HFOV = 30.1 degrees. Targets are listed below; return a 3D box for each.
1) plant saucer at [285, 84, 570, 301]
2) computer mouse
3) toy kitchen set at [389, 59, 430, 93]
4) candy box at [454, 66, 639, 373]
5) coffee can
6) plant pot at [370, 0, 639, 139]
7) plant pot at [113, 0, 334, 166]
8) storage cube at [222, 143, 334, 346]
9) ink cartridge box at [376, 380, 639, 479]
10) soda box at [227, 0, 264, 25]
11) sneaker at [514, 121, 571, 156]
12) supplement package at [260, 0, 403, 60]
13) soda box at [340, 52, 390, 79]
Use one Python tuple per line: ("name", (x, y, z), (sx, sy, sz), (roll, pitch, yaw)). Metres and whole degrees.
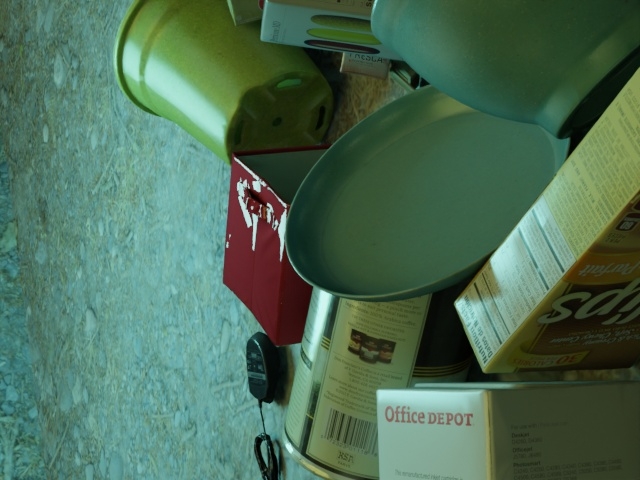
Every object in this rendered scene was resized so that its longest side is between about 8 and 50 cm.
("plant saucer", (0.111, -0.051, 1.220), (0.318, 0.043, 0.317), (-23, 36, 18))
("computer mouse", (-0.078, 0.259, 1.830), (0.071, 0.041, 0.242), (4, 99, 60))
("toy kitchen set", (0.135, -0.213, 1.468), (0.068, 0.075, 0.083), (44, 176, 7))
("candy box", (0.275, -0.005, 1.041), (0.316, 0.183, 0.087), (-59, 40, 42))
("coffee can", (0.076, 0.122, 1.376), (0.201, 0.202, 0.275), (41, 124, 54))
("plant pot", (0.220, -0.219, 1.091), (0.196, 0.293, 0.293), (50, 137, 14))
("plant pot", (-0.119, -0.232, 1.725), (0.254, 0.276, 0.276), (47, 130, 36))
("storage cube", (0.000, 0.000, 1.520), (0.184, 0.215, 0.193), (43, 132, 53))
("ink cartridge box", (0.189, 0.274, 1.170), (0.198, 0.197, 0.270), (-12, 79, 61))
("soda box", (-0.040, -0.355, 1.626), (0.061, 0.181, 0.058), (80, 173, -58))
("sneaker", (0.232, -0.054, 1.244), (0.071, 0.068, 0.169), (-13, 77, 55))
("supplement package", (0.063, -0.287, 1.325), (0.139, 0.244, 0.133), (117, 160, -79))
("soda box", (0.060, -0.245, 1.486), (0.183, 0.058, 0.063), (-80, 0, -74))
